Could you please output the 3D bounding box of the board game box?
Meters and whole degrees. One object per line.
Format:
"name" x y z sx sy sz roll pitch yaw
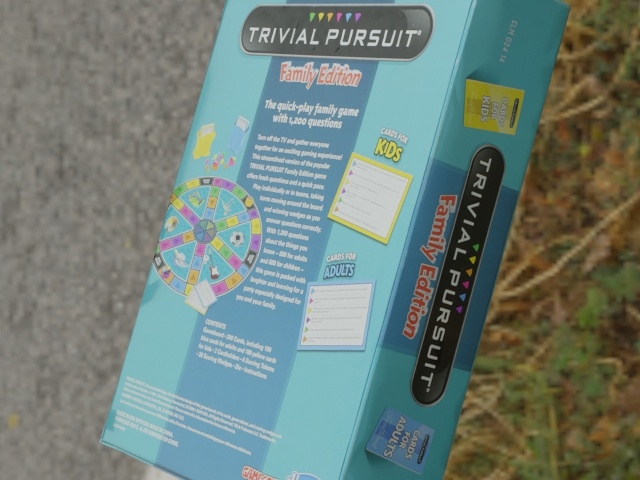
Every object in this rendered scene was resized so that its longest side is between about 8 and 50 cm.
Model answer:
"board game box" 0.000 0.000 0.940 0.254 0.079 0.336 12 85 52
